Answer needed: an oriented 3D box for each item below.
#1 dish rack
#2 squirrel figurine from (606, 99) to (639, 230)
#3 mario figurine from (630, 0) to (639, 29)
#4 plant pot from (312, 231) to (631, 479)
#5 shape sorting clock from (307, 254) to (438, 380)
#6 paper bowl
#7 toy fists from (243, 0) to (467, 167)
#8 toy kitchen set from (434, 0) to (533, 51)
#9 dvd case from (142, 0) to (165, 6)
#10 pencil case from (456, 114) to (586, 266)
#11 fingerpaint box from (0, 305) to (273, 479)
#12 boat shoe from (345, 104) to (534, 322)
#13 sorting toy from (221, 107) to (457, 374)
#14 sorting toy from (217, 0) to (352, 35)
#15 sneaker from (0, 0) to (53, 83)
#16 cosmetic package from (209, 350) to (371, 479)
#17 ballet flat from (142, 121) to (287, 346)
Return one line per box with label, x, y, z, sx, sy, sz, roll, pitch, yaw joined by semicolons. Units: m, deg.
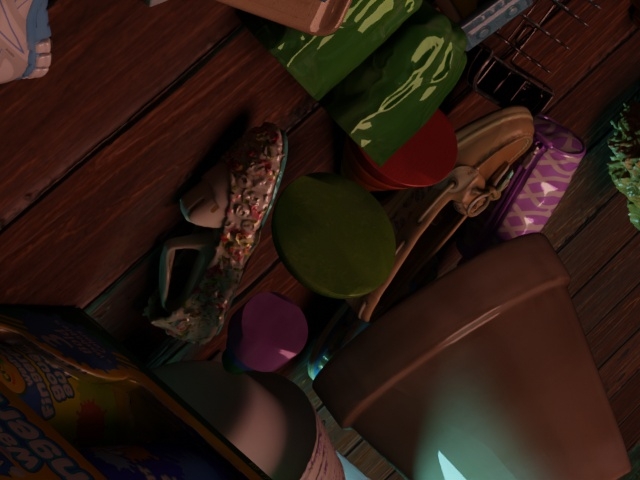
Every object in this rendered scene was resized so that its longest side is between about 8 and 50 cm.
dish rack;0.242;-0.266;1.877;0.271;0.074;0.208;-54;157;9
squirrel figurine;0.573;-0.130;2.365;0.397;0.281;0.370;-30;168;-12
mario figurine;0.524;-0.340;2.135;0.320;0.170;0.198;-41;-169;-1
plant pot;0.196;0.194;2.061;0.323;0.280;0.323;-31;168;-7
shape sorting clock;0.065;0.092;2.138;0.206;0.040;0.206;-39;154;-23
paper bowl;-0.129;0.224;1.710;0.284;0.284;0.148;-39;124;-24
toy fists;0.040;-0.179;1.609;0.142;0.096;0.279;-43;147;3
toy kitchen set;0.172;-0.275;1.666;0.166;0.122;0.207;-36;146;1
dvd case;-0.086;-0.235;1.414;0.119;0.013;0.087;-30;150;-40
pencil case;0.238;-0.052;2.169;0.088;0.086;0.206;-37;157;-59
fingerpaint box;-0.181;0.232;1.401;0.163;0.445;0.371;-57;155;13
boat shoe;0.127;-0.030;1.933;0.285;0.089;0.104;-43;156;21
sorting toy;0.000;0.000;1.751;0.126;0.127;0.365;-42;-168;53
sorting toy;0.010;-0.311;1.372;0.229;0.041;0.307;11;106;-57
sneaker;-0.224;-0.163;1.210;0.083;0.071;0.191;-30;150;-28
cosmetic package;-0.058;0.270;1.952;0.138;0.224;0.224;-46;157;-16
ballet flat;-0.100;-0.003;1.663;0.077;0.091;0.241;7;121;-25
